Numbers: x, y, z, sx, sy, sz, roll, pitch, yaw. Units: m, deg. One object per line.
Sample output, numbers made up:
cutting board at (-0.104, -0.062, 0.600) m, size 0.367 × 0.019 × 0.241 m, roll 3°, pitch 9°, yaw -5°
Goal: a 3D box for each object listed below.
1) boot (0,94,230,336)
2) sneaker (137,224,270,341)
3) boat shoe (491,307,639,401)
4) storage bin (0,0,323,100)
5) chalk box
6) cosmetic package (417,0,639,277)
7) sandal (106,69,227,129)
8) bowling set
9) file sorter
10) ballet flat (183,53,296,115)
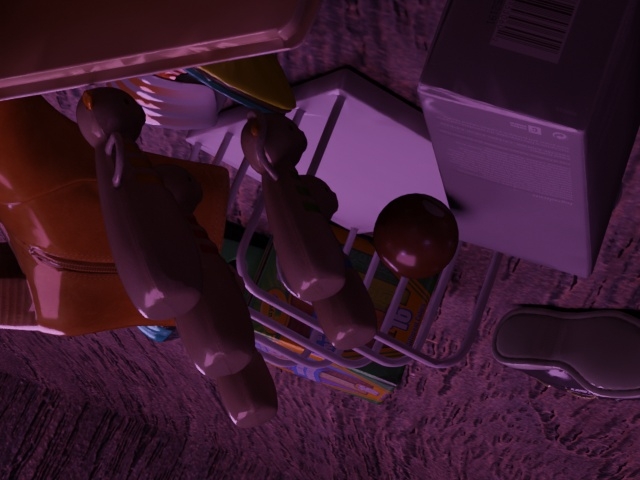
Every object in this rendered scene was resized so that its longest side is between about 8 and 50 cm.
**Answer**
boot at (-0.167, -0.055, 1.162) m, size 0.211 × 0.295 × 0.104 m, roll -3°, pitch -143°, yaw -21°
sneaker at (-0.108, 0.066, 1.732) m, size 0.296 × 0.123 × 0.178 m, roll 29°, pitch 159°, yaw -1°
boat shoe at (0.263, 0.110, 1.512) m, size 0.069 × 0.081 × 0.228 m, roll 29°, pitch 170°, yaw -35°
storage bin at (-0.158, -0.201, 0.848) m, size 0.260 × 0.123 × 0.262 m, roll -6°, pitch 152°, yaw 27°
chalk box at (-0.010, 0.059, 1.581) m, size 0.213 × 0.132 × 0.132 m, roll 20°, pitch 164°, yaw -2°
cosmetic package at (0.134, -0.080, 0.957) m, size 0.107 × 0.127 × 0.238 m, roll 17°, pitch 162°, yaw 13°
sandal at (-0.116, -0.116, 1.237) m, size 0.102 × 0.076 × 0.265 m, roll 20°, pitch 164°, yaw 2°
bowling set at (-0.022, -0.009, 1.035) m, size 0.200 × 0.154 × 0.287 m, roll -21°, pitch 154°, yaw -1°
file sorter at (0.000, 0.000, 1.303) m, size 0.193 × 0.173 × 0.278 m, roll 29°, pitch 163°, yaw -24°
ballet flat at (-0.109, -0.163, 1.081) m, size 0.231 × 0.077 × 0.077 m, roll 26°, pitch -167°, yaw -6°
